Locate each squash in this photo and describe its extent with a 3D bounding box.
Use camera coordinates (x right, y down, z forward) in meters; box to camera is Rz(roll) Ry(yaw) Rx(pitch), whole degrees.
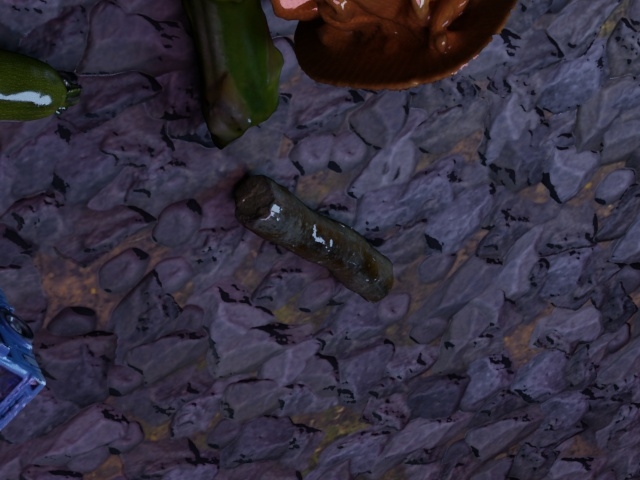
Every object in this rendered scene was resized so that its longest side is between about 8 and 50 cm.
[{"bbox_3d":[-0.334,-0.137,1.635,0.318,0.080,0.071,-3,91,-36],"label":"squash"}]

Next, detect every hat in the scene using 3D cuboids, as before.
[{"bbox_3d":[0.027,-0.283,1.658,0.233,0.244,0.233,-25,126,15],"label":"hat"}]

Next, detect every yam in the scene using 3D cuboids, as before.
[{"bbox_3d":[0.000,0.000,2.020,0.061,0.061,0.253,-45,141,11],"label":"yam"}]

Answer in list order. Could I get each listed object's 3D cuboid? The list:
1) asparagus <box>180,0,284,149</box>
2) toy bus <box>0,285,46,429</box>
[{"bbox_3d":[-0.089,-0.215,1.729,0.343,0.085,0.082,84,23,-47],"label":"asparagus"},{"bbox_3d":[-0.341,0.039,1.627,0.106,0.297,0.131,-45,134,10],"label":"toy bus"}]
